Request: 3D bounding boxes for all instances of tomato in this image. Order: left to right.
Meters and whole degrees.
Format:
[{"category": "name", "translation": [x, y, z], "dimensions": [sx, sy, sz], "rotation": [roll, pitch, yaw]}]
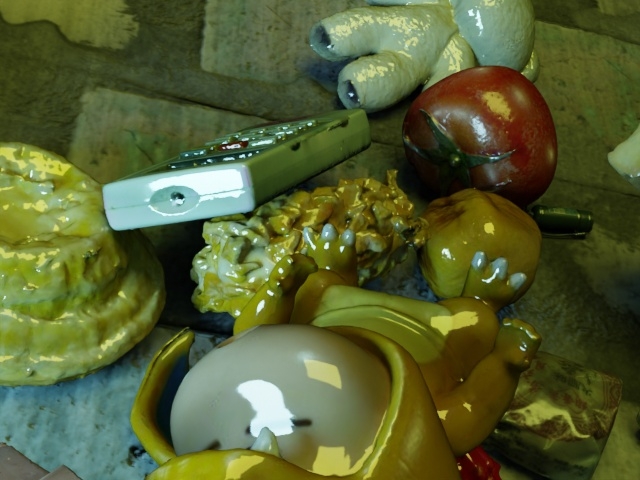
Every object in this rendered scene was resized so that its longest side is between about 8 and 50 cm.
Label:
[{"category": "tomato", "translation": [0.178, -0.108, 1.619], "dimensions": [0.167, 0.167, 0.167], "rotation": [12, 40, -10]}]

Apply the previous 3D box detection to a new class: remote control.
[{"category": "remote control", "translation": [-0.066, -0.072, 1.429], "dimensions": [0.145, 0.050, 0.344], "rotation": [-8, 10, 20]}]

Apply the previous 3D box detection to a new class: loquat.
[{"category": "loquat", "translation": [0.155, 0.004, 1.518], "dimensions": [0.137, 0.113, 0.137], "rotation": [6, 31, -4]}]

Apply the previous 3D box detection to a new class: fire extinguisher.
[{"category": "fire extinguisher", "translation": [0.253, -0.021, 1.653], "dimensions": [0.083, 0.025, 0.038], "rotation": [8, 64, -15]}]

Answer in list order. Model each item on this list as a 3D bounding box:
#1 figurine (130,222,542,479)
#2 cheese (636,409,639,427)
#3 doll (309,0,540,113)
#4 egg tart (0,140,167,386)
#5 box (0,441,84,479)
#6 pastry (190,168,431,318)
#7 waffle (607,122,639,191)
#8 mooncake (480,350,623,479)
[{"category": "figurine", "translation": [0.046, 0.171, 1.166], "dimensions": [0.401, 0.268, 0.387], "rotation": [26, 37, -1]}, {"category": "cheese", "translation": [0.386, 0.211, 1.403], "dimensions": [0.050, 0.127, 0.255], "rotation": [34, 28, -61]}, {"category": "doll", "translation": [0.117, -0.232, 1.781], "dimensions": [0.278, 0.175, 0.149], "rotation": [-18, 14, -26]}, {"category": "egg tart", "translation": [-0.269, -0.003, 1.346], "dimensions": [0.290, 0.115, 0.290], "rotation": [13, 39, -11]}, {"category": "box", "translation": [-0.249, 0.265, 0.974], "dimensions": [0.086, 0.215, 0.215], "rotation": [28, 39, 26]}, {"category": "pastry", "translation": [0.000, 0.000, 1.426], "dimensions": [0.250, 0.154, 0.102], "rotation": [-18, 79, -34]}, {"category": "waffle", "translation": [0.452, 0.056, 1.513], "dimensions": [0.304, 0.077, 0.348], "rotation": [32, 24, -46]}, {"category": "mooncake", "translation": [0.207, 0.152, 1.402], "dimensions": [0.125, 0.073, 0.130], "rotation": [24, 38, 7]}]
